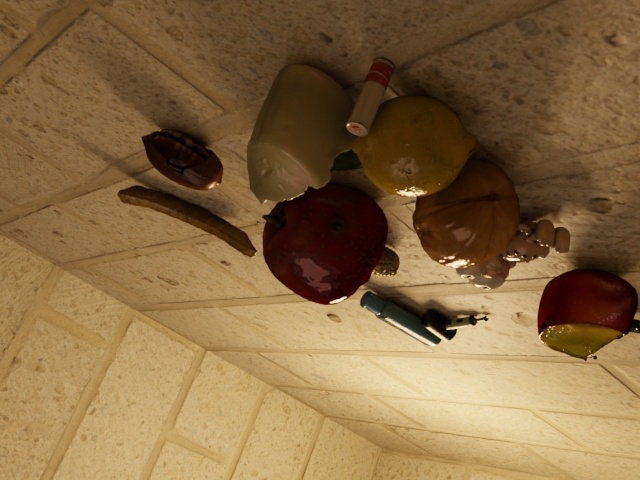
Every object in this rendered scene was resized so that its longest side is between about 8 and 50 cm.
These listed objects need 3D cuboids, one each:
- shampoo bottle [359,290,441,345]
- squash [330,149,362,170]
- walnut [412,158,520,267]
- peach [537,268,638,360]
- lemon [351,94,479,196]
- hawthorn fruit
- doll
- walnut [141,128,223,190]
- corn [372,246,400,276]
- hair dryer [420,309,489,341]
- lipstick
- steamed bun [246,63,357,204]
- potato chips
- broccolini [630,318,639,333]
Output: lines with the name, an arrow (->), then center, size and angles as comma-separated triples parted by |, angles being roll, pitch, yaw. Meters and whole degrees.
shampoo bottle -> 0.228, 0.225, 2.141 | 0.258, 0.061, 0.104 | 31, 170, -18
squash -> 0.038, -0.170, 1.437 | 0.258, 0.069, 0.069 | 0, 149, 42
walnut -> 0.262, -0.047, 1.350 | 0.193, 0.193, 0.226 | 23, 155, -2
peach -> 0.542, 0.137, 1.540 | 0.153, 0.159, 0.267 | 10, 158, 2
lemon -> 0.157, -0.156, 1.231 | 0.206, 0.174, 0.173 | -4, 150, 17
hawthorn fruit -> 0.000, 0.000, 1.601 | 0.299, 0.275, 0.275 | 24, 159, -28
doll -> 0.367, 0.018, 1.499 | 0.154, 0.119, 0.278 | 17, 158, -20
walnut -> -0.314, -0.185, 1.679 | 0.207, 0.116, 0.116 | 29, 157, 2
corn -> 0.040, 0.023, 1.831 | 0.319, 0.097, 0.097 | 14, 156, 14
hair dryer -> 0.379, 0.224, 2.040 | 0.100, 0.057, 0.197 | 36, 145, -30
lipstick -> 0.080, -0.230, 1.183 | 0.038, 0.131, 0.038 | 19, 157, 8
steamed bun -> -0.029, -0.169, 1.292 | 0.170, 0.226, 0.200 | 19, 155, 6
potato chips -> -0.350, -0.061, 2.019 | 0.406, 0.080, 0.057 | 24, 141, 0
broccolini -> 0.714, 0.173, 1.595 | 0.123, 0.062, 0.271 | 20, 168, -37
